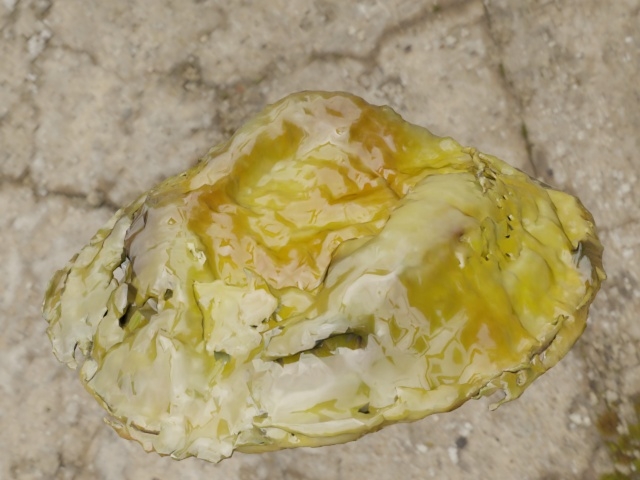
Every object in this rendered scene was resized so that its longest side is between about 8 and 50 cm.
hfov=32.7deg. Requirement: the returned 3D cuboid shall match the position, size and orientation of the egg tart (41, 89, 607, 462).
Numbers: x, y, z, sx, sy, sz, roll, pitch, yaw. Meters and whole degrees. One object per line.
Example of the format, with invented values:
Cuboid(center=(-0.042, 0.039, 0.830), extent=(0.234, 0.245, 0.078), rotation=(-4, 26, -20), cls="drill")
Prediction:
Cuboid(center=(0.000, 0.000, 0.562), extent=(0.297, 0.132, 0.297), rotation=(-9, 24, 4), cls="egg tart")
